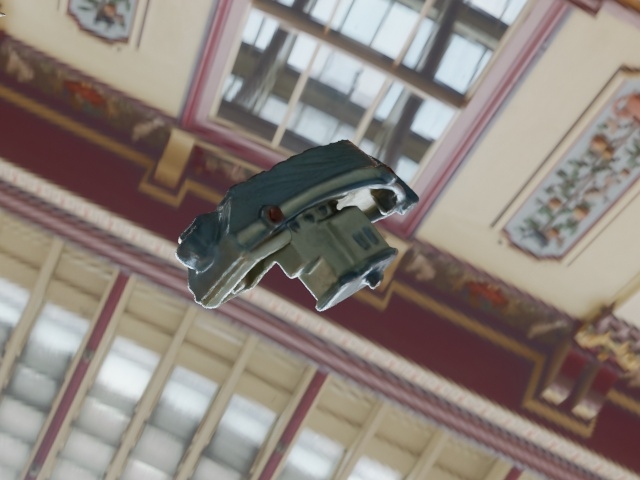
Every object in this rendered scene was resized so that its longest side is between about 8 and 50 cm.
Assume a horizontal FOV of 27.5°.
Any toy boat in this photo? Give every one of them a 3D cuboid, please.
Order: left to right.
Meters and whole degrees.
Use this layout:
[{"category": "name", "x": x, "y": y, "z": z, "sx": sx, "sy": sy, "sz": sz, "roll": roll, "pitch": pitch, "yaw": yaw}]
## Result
[{"category": "toy boat", "x": 0.000, "y": 0.000, "z": 0.909, "sx": 0.215, "sy": 0.088, "sz": 0.102, "roll": -28, "pitch": -104, "yaw": -46}]

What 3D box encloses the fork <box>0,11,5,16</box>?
[{"category": "fork", "x": -0.214, "y": -0.220, "z": 0.894, "sx": 0.028, "sy": 0.219, "sz": 0.034, "roll": -28, "pitch": -102, "yaw": -33}]
